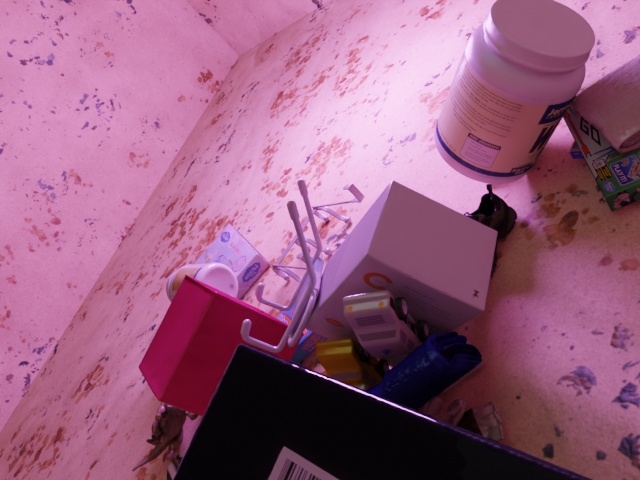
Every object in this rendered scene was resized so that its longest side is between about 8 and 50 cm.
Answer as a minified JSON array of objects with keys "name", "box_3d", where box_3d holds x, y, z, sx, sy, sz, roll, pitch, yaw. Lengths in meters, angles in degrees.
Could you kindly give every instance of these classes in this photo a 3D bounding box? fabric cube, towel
[{"name":"fabric cube","box_3d":[-0.242,0.264,1.397,0.254,0.259,0.258,10,73,62]},{"name":"towel","box_3d":[0.630,-0.290,1.074,0.282,0.049,0.187,-33,37,16]},{"name":"towel","box_3d":[0.111,0.261,0.976,0.308,0.228,0.076,-42,64,16]}]

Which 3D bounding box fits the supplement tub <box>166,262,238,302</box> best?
[{"name":"supplement tub","box_3d":[-0.352,0.140,1.720,0.200,0.144,0.144,-5,51,47]}]

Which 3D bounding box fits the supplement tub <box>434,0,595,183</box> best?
[{"name":"supplement tub","box_3d":[0.386,-0.301,1.197,0.324,0.236,0.235,102,-177,-53]}]

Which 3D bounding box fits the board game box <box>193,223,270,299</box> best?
[{"name":"board game box","box_3d":[-0.340,0.125,1.921,0.318,0.066,0.319,-49,32,-1]}]

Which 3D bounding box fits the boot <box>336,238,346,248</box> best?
[{"name":"boot","box_3d":[0.154,0.015,1.422,0.123,0.095,0.258,-47,34,-16]}]

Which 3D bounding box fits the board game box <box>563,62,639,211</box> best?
[{"name":"board game box","box_3d":[0.600,-0.218,1.111,0.214,0.046,0.317,-27,40,24]}]

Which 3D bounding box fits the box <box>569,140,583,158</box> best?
[{"name":"box","box_3d":[0.572,-0.215,1.201,0.081,0.028,0.136,10,64,54]}]

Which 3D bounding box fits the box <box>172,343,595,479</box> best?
[{"name":"box","box_3d":[0.143,0.363,0.616,0.480,0.472,0.297,5,65,53]}]

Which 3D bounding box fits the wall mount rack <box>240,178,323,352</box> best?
[{"name":"wall mount rack","box_3d":[-0.056,0.052,1.206,0.350,0.131,0.304,-82,17,-72]}]

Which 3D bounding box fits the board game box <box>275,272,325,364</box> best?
[{"name":"board game box","box_3d":[-0.032,0.201,1.466,0.210,0.047,0.160,-44,31,8]}]

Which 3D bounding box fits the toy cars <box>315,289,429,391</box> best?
[{"name":"toy cars","box_3d":[0.087,0.210,1.051,0.393,0.177,0.087,113,165,-57]}]

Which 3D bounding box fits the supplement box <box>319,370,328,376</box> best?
[{"name":"supplement box","box_3d":[0.024,0.373,1.168,0.080,0.078,0.233,-32,34,25]}]

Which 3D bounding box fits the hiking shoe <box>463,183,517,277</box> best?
[{"name":"hiking shoe","box_3d":[0.313,-0.003,1.196,0.086,0.114,0.226,2,57,53]}]

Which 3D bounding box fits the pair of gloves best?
[{"name":"pair of gloves","box_3d":[0.215,0.301,1.046,0.204,0.042,0.240,-36,32,20]}]

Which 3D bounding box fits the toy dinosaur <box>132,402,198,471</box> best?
[{"name":"toy dinosaur","box_3d":[-0.398,0.469,1.562,0.295,0.127,0.200,-65,24,-3]}]

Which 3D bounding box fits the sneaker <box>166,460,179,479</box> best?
[{"name":"sneaker","box_3d":[-0.319,0.620,1.289,0.147,0.104,0.296,-46,34,-8]}]

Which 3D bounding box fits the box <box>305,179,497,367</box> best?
[{"name":"box","box_3d":[0.136,0.080,1.097,0.345,0.215,0.168,-54,13,57]}]

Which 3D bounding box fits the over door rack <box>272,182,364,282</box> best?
[{"name":"over door rack","box_3d":[0.000,0.000,1.570,0.239,0.108,0.324,-57,11,-16]}]
